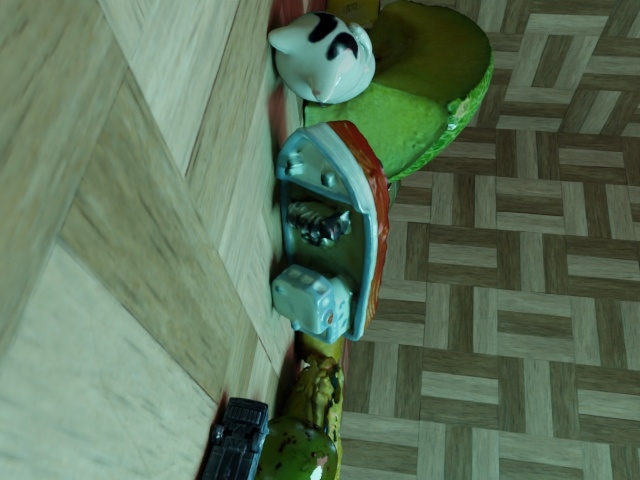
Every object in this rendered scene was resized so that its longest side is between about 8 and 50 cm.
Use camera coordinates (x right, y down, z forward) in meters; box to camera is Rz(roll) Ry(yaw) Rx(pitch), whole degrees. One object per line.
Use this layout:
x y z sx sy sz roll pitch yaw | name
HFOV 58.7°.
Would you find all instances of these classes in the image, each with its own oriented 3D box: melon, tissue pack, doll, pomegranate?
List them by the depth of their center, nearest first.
-0.043 0.281 0.682 0.142 0.115 0.114 -61 172 0 | pomegranate
0.006 -0.220 0.692 0.107 0.110 0.180 -46 -178 12 | doll
0.134 -0.260 0.921 0.343 0.226 0.331 -47 -171 -35 | melon
0.065 -0.397 1.073 0.176 0.095 0.062 0 95 -82 | tissue pack

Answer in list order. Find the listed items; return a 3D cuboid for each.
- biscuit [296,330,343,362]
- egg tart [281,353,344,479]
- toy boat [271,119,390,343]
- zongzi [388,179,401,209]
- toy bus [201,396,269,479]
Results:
0.014 0.121 1.054 0.213 0.091 0.273 -77 171 -58 | biscuit
-0.017 0.325 0.924 0.291 0.107 0.290 1 90 -86 | egg tart
0.000 0.000 0.730 0.133 0.145 0.331 -39 141 -40 | toy boat
0.074 -0.062 1.222 0.289 0.154 0.317 27 73 -74 | zongzi
-0.086 0.228 0.521 0.165 0.047 0.065 -75 172 -48 | toy bus
